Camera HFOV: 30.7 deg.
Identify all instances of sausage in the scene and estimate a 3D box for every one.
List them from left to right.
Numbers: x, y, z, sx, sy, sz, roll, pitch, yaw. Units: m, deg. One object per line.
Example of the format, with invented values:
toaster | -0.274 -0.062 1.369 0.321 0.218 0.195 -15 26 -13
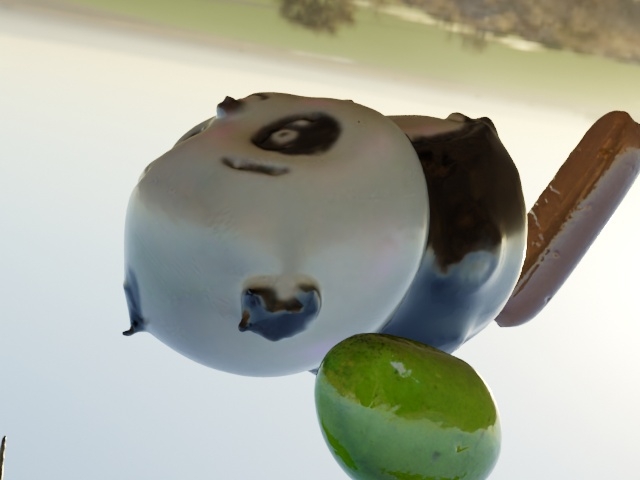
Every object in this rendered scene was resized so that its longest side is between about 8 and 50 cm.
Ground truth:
sausage | 0.285 -0.021 1.365 0.086 0.289 0.086 32 -171 -6

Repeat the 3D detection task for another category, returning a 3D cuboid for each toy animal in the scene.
toy animal | 0.000 0.000 0.881 0.251 0.250 0.310 15 -163 41

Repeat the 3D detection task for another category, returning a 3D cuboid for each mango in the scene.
mango | 0.038 0.078 0.516 0.108 0.073 0.056 39 161 -34

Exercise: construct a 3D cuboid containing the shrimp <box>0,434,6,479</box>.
shrimp | -0.177 0.227 0.618 0.145 0.116 0.343 1 -145 -27
